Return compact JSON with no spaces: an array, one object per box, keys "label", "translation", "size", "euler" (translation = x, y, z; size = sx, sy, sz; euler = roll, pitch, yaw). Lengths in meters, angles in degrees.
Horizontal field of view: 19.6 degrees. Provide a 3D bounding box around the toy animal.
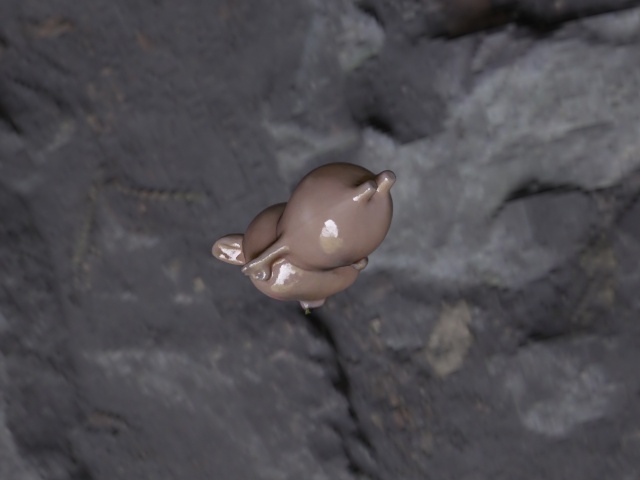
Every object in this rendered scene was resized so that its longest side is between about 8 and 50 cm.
[{"label":"toy animal","translation":[-0.001,-0.006,1.225],"size":[0.150,0.083,0.089],"euler":[-32,41,49]}]
